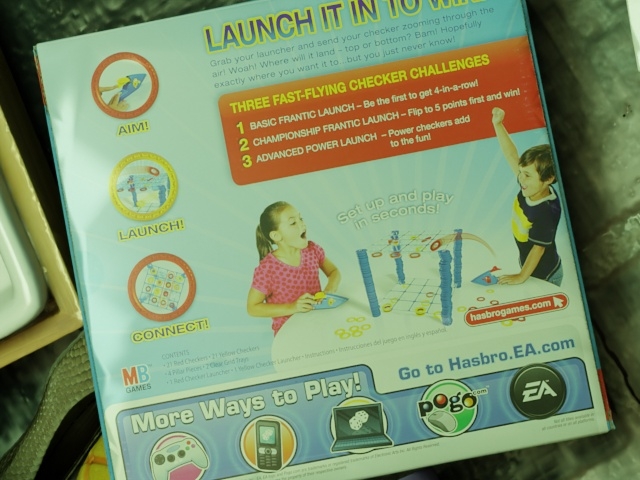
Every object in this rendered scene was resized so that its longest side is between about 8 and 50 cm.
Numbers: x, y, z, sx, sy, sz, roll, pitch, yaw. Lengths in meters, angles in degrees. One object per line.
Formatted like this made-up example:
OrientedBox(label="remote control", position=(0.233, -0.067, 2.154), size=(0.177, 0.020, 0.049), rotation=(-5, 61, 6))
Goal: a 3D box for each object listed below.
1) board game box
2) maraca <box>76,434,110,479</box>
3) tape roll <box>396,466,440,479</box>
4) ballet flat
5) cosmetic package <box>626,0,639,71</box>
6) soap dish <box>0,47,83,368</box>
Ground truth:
OrientedBox(label="board game box", position=(0.000, 0.000, 1.093), size=(0.308, 0.086, 0.302), rotation=(-10, 85, 0))
OrientedBox(label="maraca", position=(-0.094, 0.155, 1.178), size=(0.185, 0.099, 0.127), rotation=(-44, 52, 4))
OrientedBox(label="tape roll", position=(0.004, 0.218, 1.089), size=(0.189, 0.189, 0.080), rotation=(-31, 78, 19))
OrientedBox(label="ballet flat", position=(-0.176, 0.135, 1.218), size=(0.250, 0.084, 0.058), rotation=(-50, 64, 19))
OrientedBox(label="cosmetic package", position=(0.211, -0.219, 1.057), size=(0.060, 0.099, 0.239), rotation=(-10, 87, 22))
OrientedBox(label="soap dish", position=(-0.298, -0.027, 1.250), size=(0.229, 0.118, 0.291), rotation=(-27, 80, 20))
